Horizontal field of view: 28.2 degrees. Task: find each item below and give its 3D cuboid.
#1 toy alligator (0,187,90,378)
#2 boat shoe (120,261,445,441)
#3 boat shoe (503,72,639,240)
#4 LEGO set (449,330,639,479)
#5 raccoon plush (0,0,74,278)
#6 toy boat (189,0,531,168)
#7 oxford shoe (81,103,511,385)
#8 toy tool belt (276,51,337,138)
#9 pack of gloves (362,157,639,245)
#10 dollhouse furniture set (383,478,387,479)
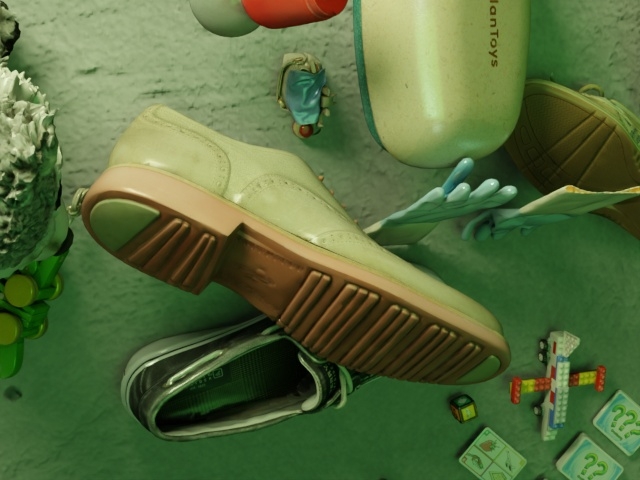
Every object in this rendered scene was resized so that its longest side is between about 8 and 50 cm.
[{"bbox_3d":[-0.257,0.030,1.120,0.051,0.056,0.190,27,102,14],"label":"toy alligator"},{"bbox_3d":[-0.017,0.121,1.202,0.335,0.119,0.121,-20,115,-12],"label":"boat shoe"},{"bbox_3d":[0.284,-0.081,1.267,0.285,0.089,0.104,32,122,-25],"label":"boat shoe"},{"bbox_3d":[0.252,0.210,1.374,0.244,0.060,0.182,41,88,-28],"label":"LEGO set"},{"bbox_3d":[-0.379,-0.098,0.883,0.446,0.299,0.216,15,104,-24],"label":"raccoon plush"},{"bbox_3d":[0.047,-0.197,1.079,0.318,0.148,0.268,-1,95,-44],"label":"toy boat"},{"bbox_3d":[0.000,0.000,1.110,0.397,0.146,0.140,28,142,-14],"label":"oxford shoe"},{"bbox_3d":[-0.012,-0.126,1.148,0.052,0.051,0.083,-10,113,-16],"label":"toy tool belt"},{"bbox_3d":[0.148,-0.038,1.166,0.195,0.232,0.046,-2,80,-22],"label":"pack of gloves"},{"bbox_3d":[0.134,0.348,1.308,0.129,0.183,0.129,8,106,-23],"label":"dollhouse furniture set"}]
